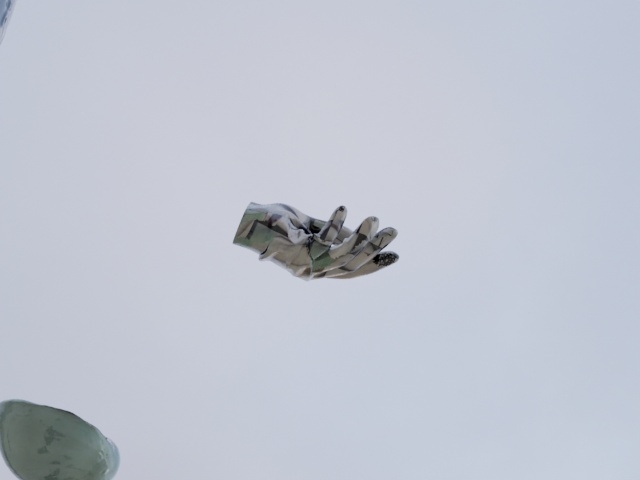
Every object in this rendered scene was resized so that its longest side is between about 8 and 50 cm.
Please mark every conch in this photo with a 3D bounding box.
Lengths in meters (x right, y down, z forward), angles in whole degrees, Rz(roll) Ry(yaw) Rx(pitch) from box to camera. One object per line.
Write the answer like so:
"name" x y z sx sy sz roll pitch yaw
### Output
"conch" -0.419 0.328 1.730 0.221 0.121 0.185 33 -58 -24

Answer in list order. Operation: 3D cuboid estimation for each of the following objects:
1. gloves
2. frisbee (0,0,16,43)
"gloves" -0.003 0.007 1.452 0.212 0.111 0.127 22 -17 -2
"frisbee" -0.393 -0.318 1.335 0.049 0.289 0.289 14 -55 -9
